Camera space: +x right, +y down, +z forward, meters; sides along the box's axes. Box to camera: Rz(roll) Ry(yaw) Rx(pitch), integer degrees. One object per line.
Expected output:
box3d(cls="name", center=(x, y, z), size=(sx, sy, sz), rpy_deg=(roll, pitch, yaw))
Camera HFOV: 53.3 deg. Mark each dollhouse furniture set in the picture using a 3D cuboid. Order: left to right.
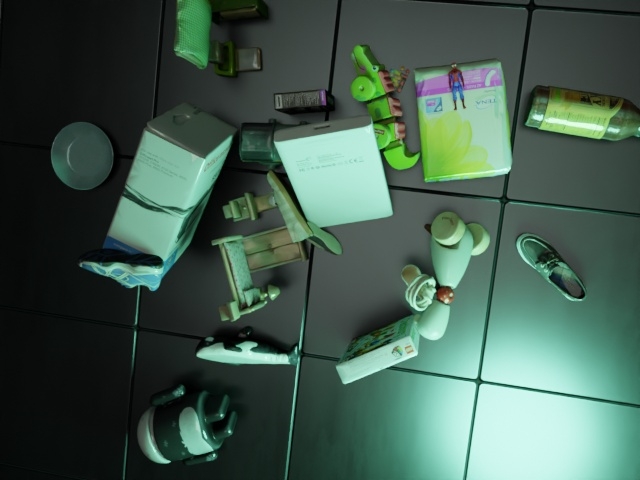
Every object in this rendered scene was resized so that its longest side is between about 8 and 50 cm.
box3d(cls="dollhouse furniture set", center=(-0.245, -0.542, 1.625), size=(0.151, 0.301, 0.198), rpy_deg=(-1, 92, 12))
box3d(cls="dollhouse furniture set", center=(-0.159, 0.016, 1.635), size=(0.173, 0.355, 0.303), rpy_deg=(-15, 92, 10))

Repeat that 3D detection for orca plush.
box3d(cls="orca plush", center=(-0.202, 0.286, 1.797), size=(0.287, 0.151, 0.102), rpy_deg=(-2, 63, 12))

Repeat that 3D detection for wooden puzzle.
box3d(cls="wooden puzzle", center=(0.202, -0.430, 1.713), size=(0.049, 0.006, 0.083), rpy_deg=(26, 99, 6))

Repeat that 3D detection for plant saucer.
box3d(cls="plant saucer", center=(-0.686, -0.245, 1.858), size=(0.195, 0.037, 0.195), rpy_deg=(1, 96, 10))

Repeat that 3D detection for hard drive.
box3d(cls="hard drive", center=(0.043, -0.163, 1.613), size=(0.233, 0.353, 0.047), rpy_deg=(-8, 54, 10))

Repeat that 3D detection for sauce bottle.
box3d(cls="sauce bottle", center=(0.695, -0.310, 1.593), size=(0.344, 0.111, 0.111), rpy_deg=(11, 97, 6))

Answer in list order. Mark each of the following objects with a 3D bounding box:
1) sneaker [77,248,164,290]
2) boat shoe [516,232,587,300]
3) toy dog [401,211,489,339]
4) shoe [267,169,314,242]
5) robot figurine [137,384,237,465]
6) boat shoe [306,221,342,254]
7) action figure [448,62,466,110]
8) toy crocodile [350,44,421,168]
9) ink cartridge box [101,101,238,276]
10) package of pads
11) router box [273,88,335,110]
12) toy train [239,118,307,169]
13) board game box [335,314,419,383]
box3d(cls="sneaker", center=(-0.485, 0.073, 1.540), size=(0.211, 0.080, 0.081), rpy_deg=(10, 117, 5))
box3d(cls="boat shoe", center=(0.604, 0.072, 1.656), size=(0.080, 0.076, 0.228), rpy_deg=(-41, 88, 10))
box3d(cls="toy dog", center=(0.297, 0.072, 1.660), size=(0.334, 0.161, 0.220), rpy_deg=(-53, 127, -18))
box3d(cls="shoe", center=(-0.094, -0.093, 1.700), size=(0.058, 0.076, 0.219), rpy_deg=(-33, 73, 9))
box3d(cls="robot figurine", center=(-0.380, 0.526, 1.812), size=(0.278, 0.173, 0.209), rpy_deg=(-19, 68, 10))
box3d(cls="boat shoe", center=(0.000, 0.000, 1.754), size=(0.137, 0.049, 0.043), rpy_deg=(36, 131, -21))
box3d(cls="action figure", center=(0.339, -0.384, 1.583), size=(0.038, 0.030, 0.115), rpy_deg=(-9, 91, 17))
box3d(cls="toy crocodile", center=(0.163, -0.347, 1.660), size=(0.105, 0.115, 0.341), rpy_deg=(-16, 94, 30))
box3d(cls="ink cartridge box", center=(-0.387, -0.122, 1.638), size=(0.166, 0.285, 0.395), rpy_deg=(26, 116, -3))
box3d(cls="package of pads", center=(0.370, -0.307, 1.649), size=(0.229, 0.101, 0.297), rpy_deg=(-5, 95, 11))
box3d(cls="router box", center=(-0.039, -0.361, 1.671), size=(0.133, 0.179, 0.046), rpy_deg=(-3, 97, 9))
box3d(cls="toy train", center=(-0.058, -0.250, 1.678), size=(0.334, 0.190, 0.142), rpy_deg=(4, 96, 9))
box3d(cls="board game box", center=(0.156, 0.271, 1.631), size=(0.193, 0.305, 0.053), rpy_deg=(-24, 89, 10))
